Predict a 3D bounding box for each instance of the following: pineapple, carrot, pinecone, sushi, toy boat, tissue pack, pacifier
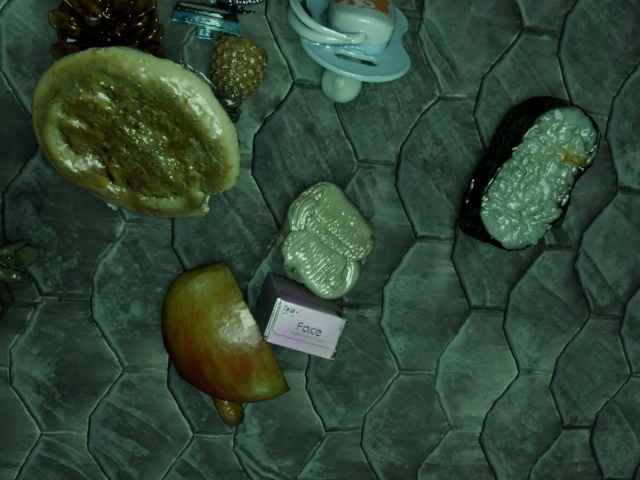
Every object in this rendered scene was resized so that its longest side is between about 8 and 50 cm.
[{"bbox_3d":[-0.197,-0.261,1.107,0.130,0.119,0.277,20,98,15],"label":"pineapple"},{"bbox_3d":[-0.229,0.350,1.290,0.060,0.060,0.186,-22,103,-4],"label":"carrot"},{"bbox_3d":[-0.384,-0.372,1.002,0.202,0.201,0.229,-12,87,-17],"label":"pinecone"},{"bbox_3d":[0.452,-0.146,1.228,0.211,0.171,0.350,23,99,-13],"label":"sushi"},{"bbox_3d":[-0.223,-0.426,1.090,0.137,0.060,0.061,4,129,-12],"label":"toy boat"},{"bbox_3d":[-0.049,0.150,1.168,0.148,0.246,0.092,18,96,-14],"label":"tissue pack"},{"bbox_3d":[0.047,-0.374,1.089,0.244,0.299,0.233,9,141,-4],"label":"pacifier"}]

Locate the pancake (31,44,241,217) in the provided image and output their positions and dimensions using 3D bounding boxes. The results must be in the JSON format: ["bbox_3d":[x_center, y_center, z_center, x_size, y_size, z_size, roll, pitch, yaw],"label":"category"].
[{"bbox_3d":[-0.320,-0.175,1.001,0.382,0.071,0.382,6,135,6],"label":"pancake"}]

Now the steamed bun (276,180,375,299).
[{"bbox_3d":[-0.001,0.002,1.193,0.218,0.144,0.211,41,78,-17],"label":"steamed bun"}]

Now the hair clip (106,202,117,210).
[{"bbox_3d":[-0.397,-0.107,1.149,0.115,0.039,0.030,-43,111,0],"label":"hair clip"}]

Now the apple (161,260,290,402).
[{"bbox_3d":[-0.201,0.217,1.195,0.254,0.179,0.346,-21,99,37],"label":"apple"}]

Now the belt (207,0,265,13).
[{"bbox_3d":[-0.121,-0.580,0.990,0.325,0.122,0.260,-41,135,11],"label":"belt"}]

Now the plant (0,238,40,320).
[{"bbox_3d":[-0.694,0.089,1.051,0.312,0.215,0.213,-44,111,8],"label":"plant"}]
